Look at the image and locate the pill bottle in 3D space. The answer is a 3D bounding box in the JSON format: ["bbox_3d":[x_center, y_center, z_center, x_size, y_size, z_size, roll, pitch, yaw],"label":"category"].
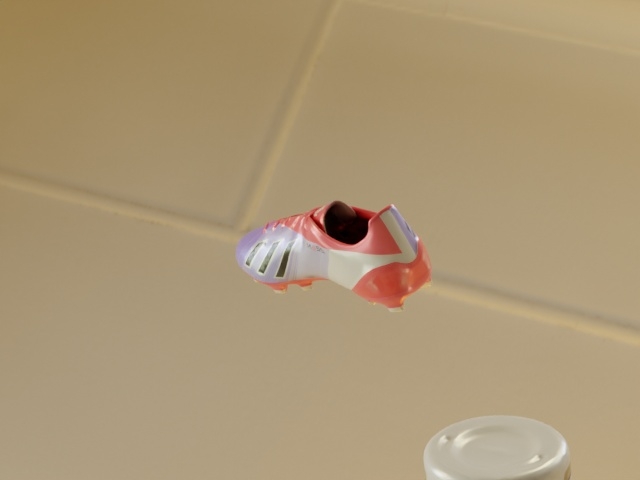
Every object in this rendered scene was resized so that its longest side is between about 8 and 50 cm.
[{"bbox_3d":[0.145,0.244,0.735,0.112,0.112,0.186,-7,-76,1],"label":"pill bottle"}]

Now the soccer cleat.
[{"bbox_3d":[0.000,0.000,0.859,0.083,0.095,0.248,-37,-151,-29],"label":"soccer cleat"}]
